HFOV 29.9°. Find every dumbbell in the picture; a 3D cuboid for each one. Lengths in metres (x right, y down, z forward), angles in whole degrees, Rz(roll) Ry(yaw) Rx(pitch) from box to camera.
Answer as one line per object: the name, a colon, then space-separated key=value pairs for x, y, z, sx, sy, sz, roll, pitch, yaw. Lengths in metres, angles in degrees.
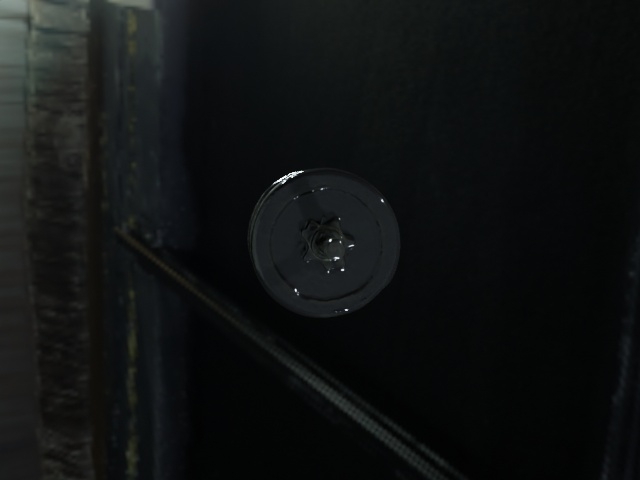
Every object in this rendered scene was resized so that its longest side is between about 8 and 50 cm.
dumbbell: x=0.000 y=0.000 z=0.569 sx=0.147 sy=0.069 sz=0.069 roll=-149 pitch=-125 yaw=-84
